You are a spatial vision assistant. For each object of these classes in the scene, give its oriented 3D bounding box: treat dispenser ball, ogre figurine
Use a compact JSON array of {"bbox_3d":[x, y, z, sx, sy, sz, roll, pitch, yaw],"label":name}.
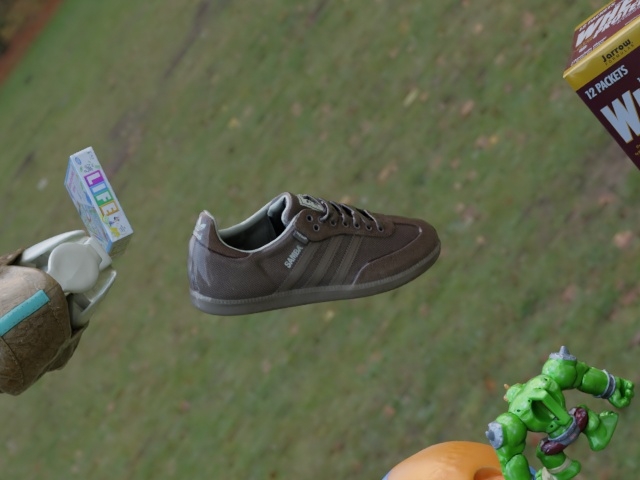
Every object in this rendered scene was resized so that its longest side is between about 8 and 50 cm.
[{"bbox_3d":[0.196,0.421,2.257,0.288,0.288,0.288,-49,15,18],"label":"treat dispenser ball"},{"bbox_3d":[0.264,0.204,1.850,0.197,0.118,0.097,-39,21,2],"label":"ogre figurine"}]

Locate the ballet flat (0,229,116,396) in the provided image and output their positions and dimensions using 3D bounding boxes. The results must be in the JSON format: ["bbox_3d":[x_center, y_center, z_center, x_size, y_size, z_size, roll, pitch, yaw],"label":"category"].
[{"bbox_3d":[-0.233,0.047,1.372,0.124,0.116,0.342,-40,3,0],"label":"ballet flat"}]

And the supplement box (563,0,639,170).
[{"bbox_3d":[0.385,-0.175,1.823,0.129,0.194,0.191,-36,11,25],"label":"supplement box"}]

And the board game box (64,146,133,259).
[{"bbox_3d":[-0.244,-0.037,1.797,0.026,0.103,0.154,-26,-3,-14],"label":"board game box"}]

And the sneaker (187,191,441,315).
[{"bbox_3d":[0.000,0.000,1.118,0.066,0.188,0.071,37,135,54],"label":"sneaker"}]
